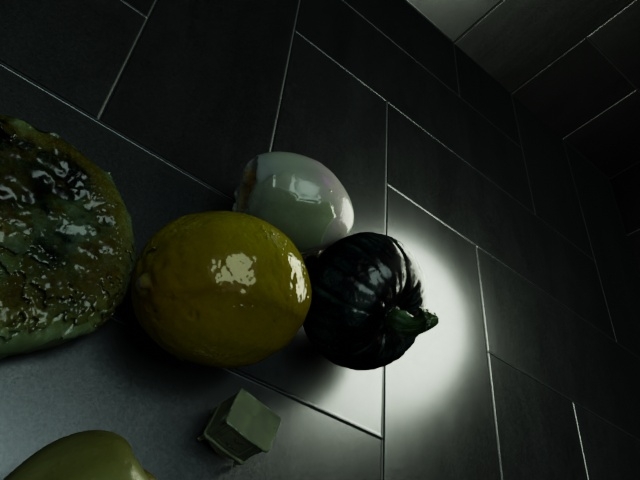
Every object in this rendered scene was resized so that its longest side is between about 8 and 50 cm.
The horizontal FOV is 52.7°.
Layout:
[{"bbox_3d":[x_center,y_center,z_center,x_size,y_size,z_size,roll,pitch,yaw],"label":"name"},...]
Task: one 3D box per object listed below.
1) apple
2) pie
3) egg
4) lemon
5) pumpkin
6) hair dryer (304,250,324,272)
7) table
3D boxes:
[{"bbox_3d":[-0.256,0.299,0.681,0.200,0.200,0.200,27,45,-30],"label":"apple"},{"bbox_3d":[-0.389,-0.005,0.865,0.296,0.078,0.371,26,44,-32],"label":"pie"},{"bbox_3d":[-0.041,-0.062,1.173,0.217,0.183,0.183,16,50,-23],"label":"egg"},{"bbox_3d":[-0.139,0.070,0.939,0.236,0.236,0.263,61,16,10],"label":"lemon"},{"bbox_3d":[0.098,0.114,1.120,0.248,0.248,0.248,27,45,-30],"label":"pumpkin"},{"bbox_3d":[0.000,0.000,1.283,0.117,0.064,0.182,0,54,-44],"label":"hair dryer"},{"bbox_3d":[-0.117,0.270,0.923,0.079,0.083,0.062,42,38,-13],"label":"table"}]
